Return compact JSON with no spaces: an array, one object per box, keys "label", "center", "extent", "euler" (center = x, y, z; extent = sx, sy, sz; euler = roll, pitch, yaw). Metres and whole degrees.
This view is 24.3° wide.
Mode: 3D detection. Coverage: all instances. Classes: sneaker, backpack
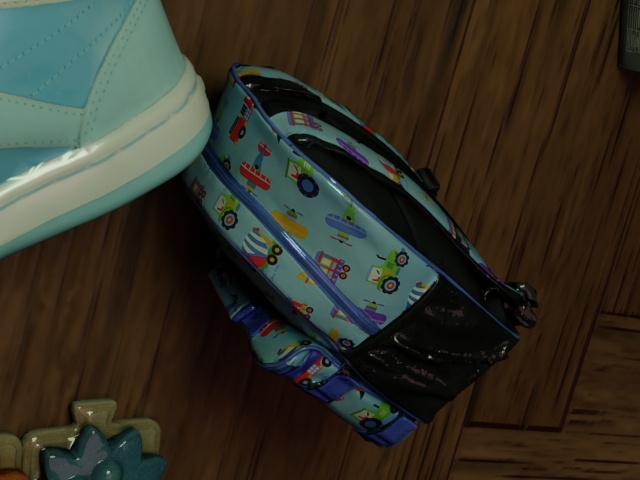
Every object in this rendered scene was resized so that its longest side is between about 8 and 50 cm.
[{"label":"sneaker","center":[-0.205,-0.074,0.603],"extent":[0.319,0.127,0.208],"euler":[-32,124,-30]},{"label":"backpack","center":[0.000,0.000,0.736],"extent":[0.117,0.158,0.173],"euler":[-45,128,9]}]

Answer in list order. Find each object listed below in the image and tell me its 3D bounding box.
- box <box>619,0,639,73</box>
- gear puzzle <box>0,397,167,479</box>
[{"label":"box","center":[0.269,-0.223,0.888],"extent":[0.183,0.056,0.231],"euler":[-13,113,-29]},{"label":"gear puzzle","center":[-0.228,0.177,0.724],"extent":[0.339,0.044,0.175],"euler":[-3,108,-32]}]
